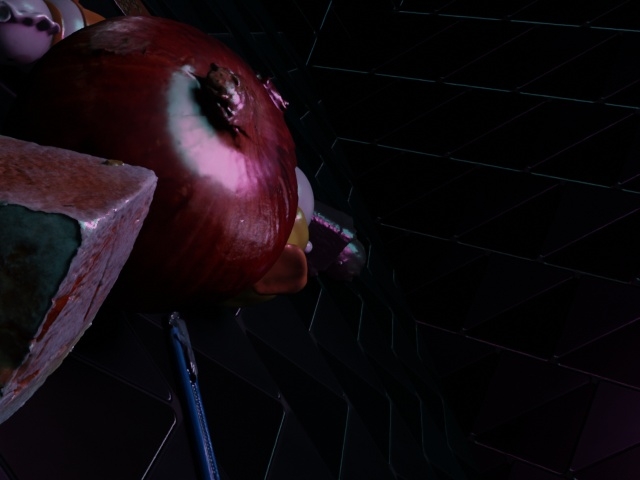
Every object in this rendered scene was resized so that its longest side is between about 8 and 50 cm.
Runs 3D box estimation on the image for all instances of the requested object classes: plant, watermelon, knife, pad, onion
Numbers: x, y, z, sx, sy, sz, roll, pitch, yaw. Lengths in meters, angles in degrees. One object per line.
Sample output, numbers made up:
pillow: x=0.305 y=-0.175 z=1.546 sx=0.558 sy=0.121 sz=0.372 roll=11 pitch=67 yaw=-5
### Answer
plant: x=0.000 y=0.000 z=1.999 sx=0.256 sy=0.164 sz=0.142 roll=40 pitch=15 yaw=-22
watermelon: x=-0.264 y=-0.009 z=0.711 sx=0.261 sy=0.201 sz=0.213 roll=55 pitch=23 yaw=-7
knife: x=-0.162 y=0.208 z=1.107 sx=0.044 sy=0.026 sz=0.296 roll=66 pitch=2 yaw=-55
pad: x=-0.415 y=-0.518 z=1.782 sx=0.267 sy=0.004 sz=0.181 roll=54 pitch=13 yaw=-31
onion: x=-0.203 y=-0.078 z=0.954 sx=0.341 sy=0.341 sz=0.341 roll=58 pitch=12 yaw=-19

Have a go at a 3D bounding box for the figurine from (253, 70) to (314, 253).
figurine: x=-0.111 y=-0.134 z=1.633 sx=0.281 sy=0.167 sz=0.369 roll=-58 pitch=141 yaw=-53

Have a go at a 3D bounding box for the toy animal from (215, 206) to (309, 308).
toy animal: x=-0.130 y=0.001 z=1.351 sx=0.338 sy=0.216 sz=0.191 roll=-107 pitch=-162 yaw=-62

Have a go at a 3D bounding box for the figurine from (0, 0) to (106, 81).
figurine: x=-0.363 y=-0.270 z=1.090 sx=0.271 sy=0.143 sz=0.143 roll=46 pitch=19 yaw=-57

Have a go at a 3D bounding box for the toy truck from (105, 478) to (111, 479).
toy truck: x=-0.152 y=0.307 z=0.746 sx=0.083 sy=0.092 sz=0.192 roll=45 pitch=21 yaw=-58
